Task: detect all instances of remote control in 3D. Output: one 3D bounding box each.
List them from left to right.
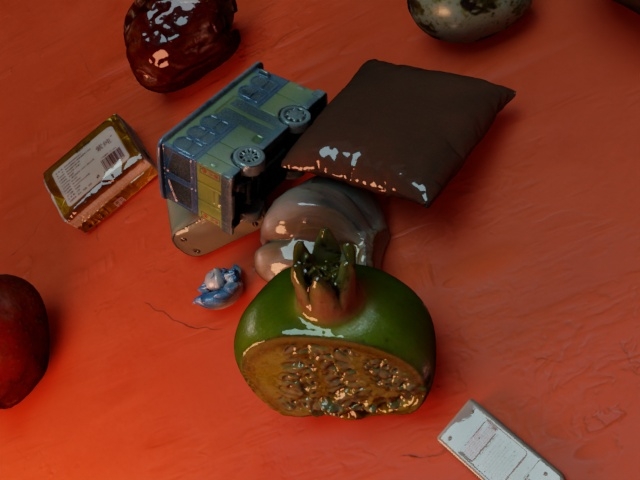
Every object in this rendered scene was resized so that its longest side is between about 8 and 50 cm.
[{"bbox_3d":[0.264,0.320,1.208,0.087,0.029,0.190,-50,53,-3],"label":"remote control"}]

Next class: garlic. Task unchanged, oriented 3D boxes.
[{"bbox_3d":[0.000,0.000,1.478,0.292,0.210,0.237,11,104,28],"label":"garlic"}]

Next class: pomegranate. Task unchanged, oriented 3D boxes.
[{"bbox_3d":[0.025,0.116,1.264,0.310,0.358,0.216,4,42,12],"label":"pomegranate"}]

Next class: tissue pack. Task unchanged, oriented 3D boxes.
[{"bbox_3d":[-0.491,-0.151,1.834,0.226,0.092,0.183,-41,53,5],"label":"tissue pack"}]

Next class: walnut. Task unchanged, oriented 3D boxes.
[{"bbox_3d":[-0.298,-0.456,1.840,0.269,0.244,0.221,-14,97,14],"label":"walnut"}]

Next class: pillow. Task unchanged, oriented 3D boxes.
[{"bbox_3d":[0.135,-0.192,1.438,0.308,0.108,0.305,19,57,32],"label":"pillow"}]

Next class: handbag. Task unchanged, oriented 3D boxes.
[{"bbox_3d":[-0.219,-0.134,1.672,0.241,0.109,0.315,-23,52,14],"label":"handbag"}]

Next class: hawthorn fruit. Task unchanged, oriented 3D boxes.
[{"bbox_3d":[-0.672,0.216,1.644,0.265,0.265,0.307,-21,65,18],"label":"hawthorn fruit"}]

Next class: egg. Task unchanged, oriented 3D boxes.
[{"bbox_3d":[0.275,-0.451,1.533,0.231,0.169,0.169,6,67,17],"label":"egg"}]

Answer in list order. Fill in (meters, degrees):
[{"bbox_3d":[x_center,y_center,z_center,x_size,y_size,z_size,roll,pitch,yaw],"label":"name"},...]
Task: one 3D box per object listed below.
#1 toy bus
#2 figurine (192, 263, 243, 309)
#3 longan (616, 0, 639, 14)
[{"bbox_3d":[-0.136,-0.176,1.521,0.190,0.152,0.312,28,51,19],"label":"toy bus"},{"bbox_3d":[-0.196,0.091,1.550,0.114,0.079,0.114,-21,30,13],"label":"figurine"},{"bbox_3d":[0.565,-0.508,1.305,0.361,0.361,0.360,-13,59,22],"label":"longan"}]
